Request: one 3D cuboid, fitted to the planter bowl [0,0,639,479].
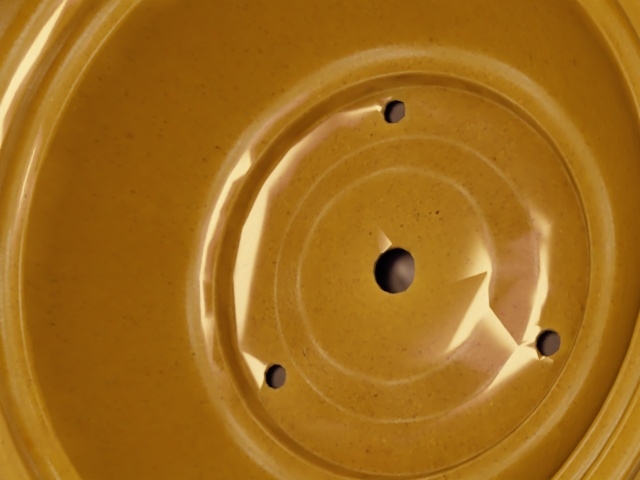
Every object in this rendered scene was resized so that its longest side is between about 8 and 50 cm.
[{"bbox_3d":[0.000,0.000,0.429,0.217,0.090,0.217,-6,77,26],"label":"planter bowl"}]
